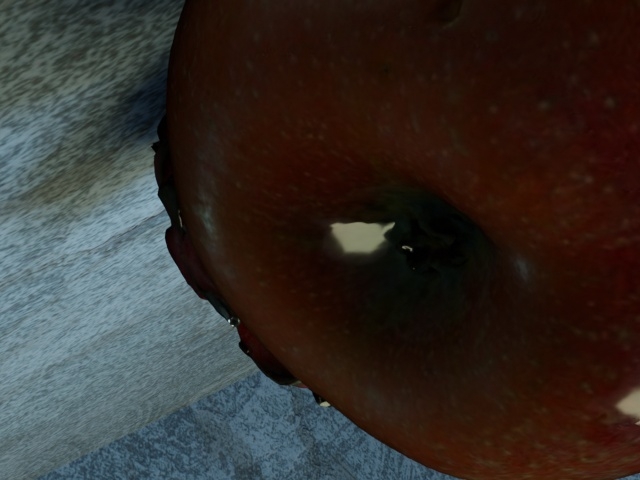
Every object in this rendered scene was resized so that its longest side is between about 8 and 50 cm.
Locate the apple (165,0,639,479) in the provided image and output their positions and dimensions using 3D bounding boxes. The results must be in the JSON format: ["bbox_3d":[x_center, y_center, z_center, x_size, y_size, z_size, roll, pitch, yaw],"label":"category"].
[{"bbox_3d":[0.103,-0.053,0.695,0.348,0.348,0.277,-39,-177,44],"label":"apple"}]

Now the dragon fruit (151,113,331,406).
[{"bbox_3d":[0.000,0.000,0.972,0.233,0.234,0.293,-28,139,-29],"label":"dragon fruit"}]
